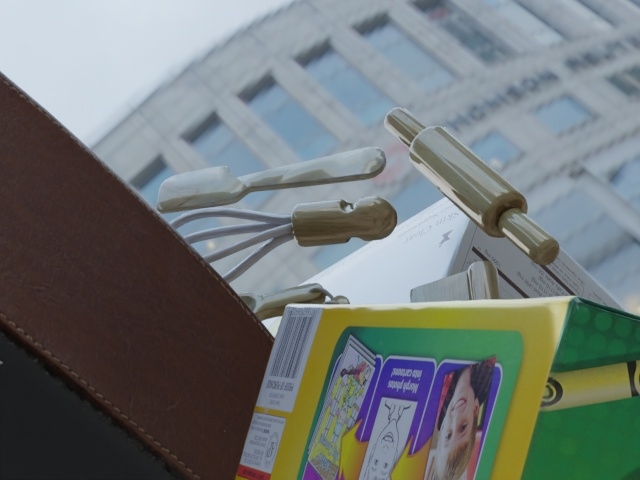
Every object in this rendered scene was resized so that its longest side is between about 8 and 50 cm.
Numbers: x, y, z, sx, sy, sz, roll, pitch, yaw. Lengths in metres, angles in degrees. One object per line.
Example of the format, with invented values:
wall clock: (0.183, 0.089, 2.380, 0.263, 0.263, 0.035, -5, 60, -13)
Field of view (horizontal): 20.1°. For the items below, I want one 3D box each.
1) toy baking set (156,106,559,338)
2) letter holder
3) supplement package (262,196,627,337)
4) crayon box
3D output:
toy baking set: (0.007, -0.003, 1.013, 0.197, 0.256, 0.030, -29, -47, -8)
letter holder: (-0.160, 0.007, 0.889, 0.152, 0.214, 0.302, -26, -56, 32)
supplement package: (0.063, 0.120, 1.152, 0.204, 0.145, 0.262, 42, -49, -18)
crayon box: (0.039, 0.108, 0.603, 0.081, 0.278, 0.165, 17, -97, -16)
